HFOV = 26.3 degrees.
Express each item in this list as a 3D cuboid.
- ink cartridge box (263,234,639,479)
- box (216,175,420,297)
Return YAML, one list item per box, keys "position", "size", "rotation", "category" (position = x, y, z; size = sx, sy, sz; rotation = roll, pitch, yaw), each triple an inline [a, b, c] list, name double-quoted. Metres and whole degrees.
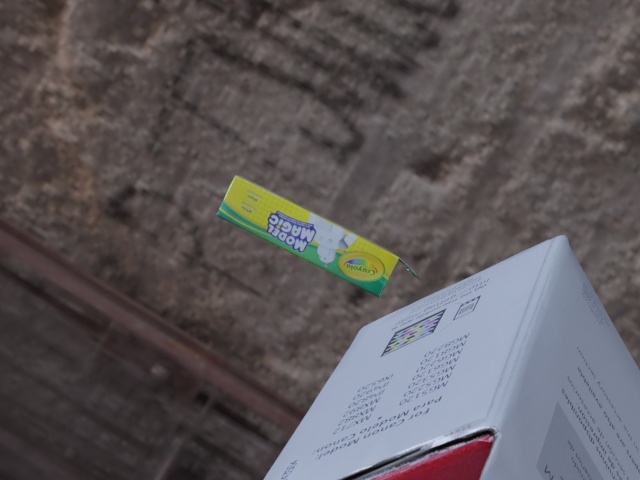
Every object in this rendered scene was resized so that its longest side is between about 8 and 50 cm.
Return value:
- position: [0.108, 0.195, 0.598]
  size: [0.130, 0.309, 0.272]
  rotation: [-27, 10, 25]
  category: "ink cartridge box"
- position: [0.000, 0.000, 1.192]
  size: [0.105, 0.179, 0.043]
  rotation: [-90, 25, -88]
  category: "box"
